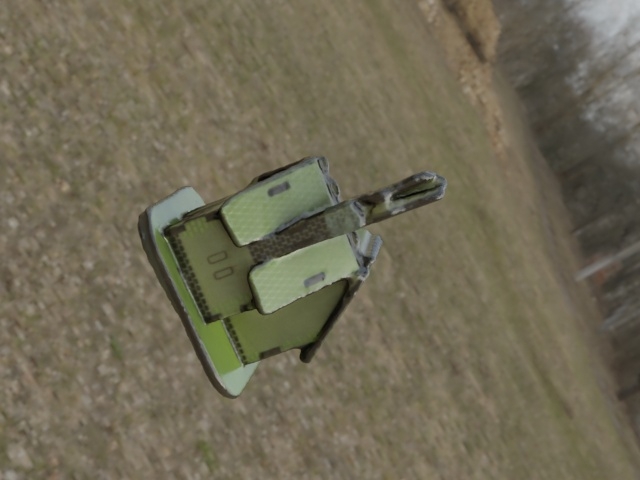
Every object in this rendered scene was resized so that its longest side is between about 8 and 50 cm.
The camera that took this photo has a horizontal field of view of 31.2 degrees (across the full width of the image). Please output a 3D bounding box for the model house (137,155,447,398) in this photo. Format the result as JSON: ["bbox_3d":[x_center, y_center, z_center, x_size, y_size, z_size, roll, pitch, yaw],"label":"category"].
[{"bbox_3d":[0.000,0.000,1.127,0.218,0.279,0.204,-64,131,-77],"label":"model house"}]
